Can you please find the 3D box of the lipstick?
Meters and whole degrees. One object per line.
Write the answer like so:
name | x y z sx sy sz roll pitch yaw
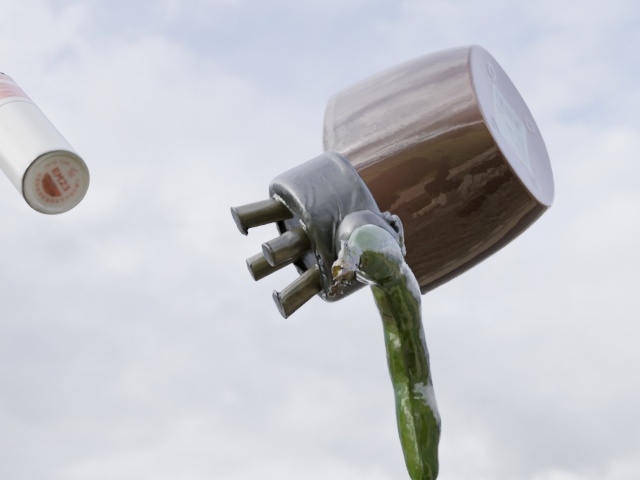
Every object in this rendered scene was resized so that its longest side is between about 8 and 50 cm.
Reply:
lipstick | -0.166 -0.056 0.841 0.038 0.131 0.038 -12 -61 -23

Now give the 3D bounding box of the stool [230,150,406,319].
stool | -0.004 -0.008 1.635 0.139 0.153 0.228 -26 -2 -15

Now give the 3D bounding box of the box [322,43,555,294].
box | 0.163 -0.107 1.988 0.216 0.301 0.301 -28 -29 21

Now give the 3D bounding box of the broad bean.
broad bean | 0.065 0.091 1.396 0.049 0.144 0.292 -5 -49 21
